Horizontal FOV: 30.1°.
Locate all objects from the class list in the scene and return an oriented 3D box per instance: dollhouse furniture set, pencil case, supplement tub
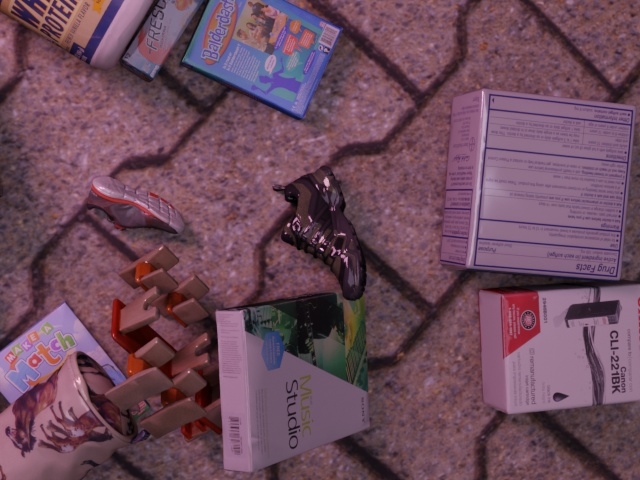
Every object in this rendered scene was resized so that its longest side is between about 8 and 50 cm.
[{"bbox_3d":[-0.223,0.185,1.762,0.135,0.262,0.259,-29,127,19],"label":"dollhouse furniture set"},{"bbox_3d":[-0.446,0.342,1.715,0.410,0.183,0.160,-39,56,5],"label":"pencil case"},{"bbox_3d":[-0.384,-0.414,1.700,0.316,0.228,0.228,30,85,-12],"label":"supplement tub"}]

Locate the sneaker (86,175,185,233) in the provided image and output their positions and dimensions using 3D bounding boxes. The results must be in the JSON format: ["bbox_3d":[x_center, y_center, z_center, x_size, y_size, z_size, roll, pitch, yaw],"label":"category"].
[{"bbox_3d":[-0.287,-0.042,1.835,0.158,0.061,0.064,26,113,-12],"label":"sneaker"}]

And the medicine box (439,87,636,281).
[{"bbox_3d":[0.347,-0.087,1.921,0.264,0.149,0.289,5,91,-13],"label":"medicine box"}]

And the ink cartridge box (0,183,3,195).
[{"bbox_3d":[-0.684,-0.141,1.673,0.395,0.166,0.285,-18,95,-11],"label":"ink cartridge box"}]

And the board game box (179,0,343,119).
[{"bbox_3d":[-0.093,-0.304,1.863,0.210,0.047,0.160,25,87,-13],"label":"board game box"}]

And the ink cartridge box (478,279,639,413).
[{"bbox_3d":[0.411,0.171,1.963,0.273,0.114,0.196,-4,93,-14],"label":"ink cartridge box"}]

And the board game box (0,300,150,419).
[{"bbox_3d":[-0.389,0.224,1.820,0.160,0.039,0.211,-39,99,-8],"label":"board game box"}]

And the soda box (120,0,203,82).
[{"bbox_3d":[-0.235,-0.333,1.821,0.058,0.063,0.183,32,85,-13],"label":"soda box"}]

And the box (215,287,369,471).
[{"bbox_3d":[-0.033,0.200,1.791,0.322,0.059,0.232,-8,96,-57],"label":"box"}]

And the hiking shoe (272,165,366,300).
[{"bbox_3d":[0.000,0.000,1.866,0.114,0.086,0.226,-19,68,3],"label":"hiking shoe"}]
